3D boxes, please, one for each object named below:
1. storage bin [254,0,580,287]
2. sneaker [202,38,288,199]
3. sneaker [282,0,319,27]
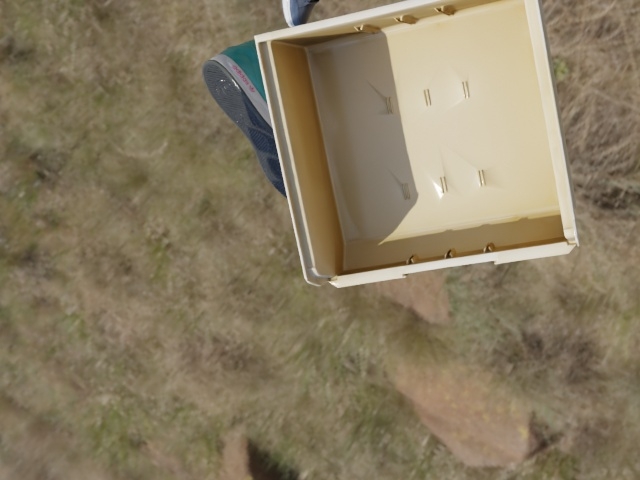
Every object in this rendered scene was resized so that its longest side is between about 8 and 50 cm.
[{"bbox_3d":[0.101,-0.096,0.929,0.262,0.123,0.261,-10,96,17],"label":"storage bin"},{"bbox_3d":[-0.041,-0.204,1.529,0.123,0.178,0.296,-10,118,56],"label":"sneaker"},{"bbox_3d":[0.018,-0.504,1.869,0.163,0.086,0.226,27,122,21],"label":"sneaker"}]
